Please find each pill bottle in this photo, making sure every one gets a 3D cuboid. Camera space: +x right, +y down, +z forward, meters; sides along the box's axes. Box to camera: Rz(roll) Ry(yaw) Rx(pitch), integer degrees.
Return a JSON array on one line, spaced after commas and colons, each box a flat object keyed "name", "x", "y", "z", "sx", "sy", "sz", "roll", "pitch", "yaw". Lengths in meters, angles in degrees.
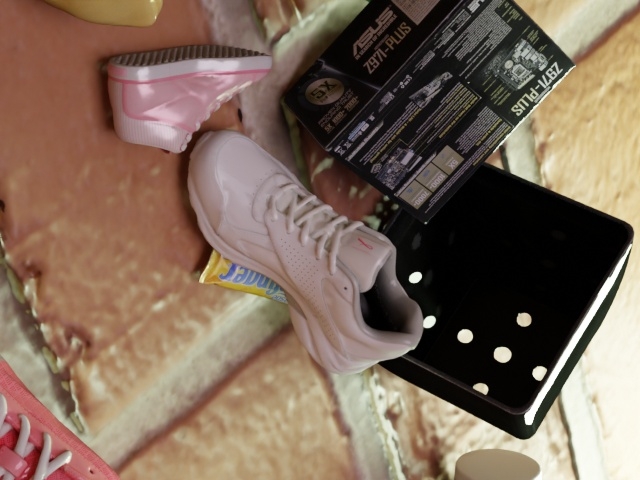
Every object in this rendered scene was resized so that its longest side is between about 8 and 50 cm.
[{"name": "pill bottle", "x": 0.164, "y": 0.295, "z": 1.428, "sx": 0.108, "sy": 0.108, "sz": 0.180, "roll": -13, "pitch": 112, "yaw": -43}]

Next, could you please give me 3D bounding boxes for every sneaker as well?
[{"name": "sneaker", "x": -0.094, "y": -0.101, "z": 1.077, "sx": 0.134, "sy": 0.051, "sz": 0.070, "roll": -13, "pitch": 114, "yaw": -39}, {"name": "sneaker", "x": 0.000, "y": 0.000, "z": 1.128, "sx": 0.232, "sy": 0.115, "sz": 0.090, "roll": 48, "pitch": 56, "yaw": -20}, {"name": "sneaker", "x": -0.197, "y": 0.142, "z": 0.985, "sx": 0.116, "sy": 0.136, "sz": 0.314, "roll": -57, "pitch": 135, "yaw": -18}]

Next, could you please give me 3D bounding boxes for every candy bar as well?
[{"name": "candy bar", "x": -0.036, "y": 0.031, "z": 1.201, "sx": 0.161, "sy": 0.018, "sz": 0.040, "roll": 20, "pitch": 88, "yaw": -46}]

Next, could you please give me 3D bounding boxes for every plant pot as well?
[{"name": "plant pot", "x": 0.145, "y": 0.065, "z": 1.287, "sx": 0.187, "sy": 0.188, "sz": 0.167, "roll": -56, "pitch": 154, "yaw": -18}]

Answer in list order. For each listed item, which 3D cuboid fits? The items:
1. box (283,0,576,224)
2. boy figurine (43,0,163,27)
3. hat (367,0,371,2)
[{"name": "box", "x": 0.087, "y": -0.125, "z": 1.186, "sx": 0.180, "sy": 0.077, "sz": 0.147, "roll": -48, "pitch": 137, "yaw": 10}, {"name": "boy figurine", "x": -0.185, "y": -0.238, "z": 0.907, "sx": 0.285, "sy": 0.092, "sz": 0.177, "roll": 45, "pitch": 70, "yaw": -45}, {"name": "hat", "x": 0.098, "y": -0.302, "z": 1.219, "sx": 0.208, "sy": 0.173, "sz": 0.183, "roll": 11, "pitch": 52, "yaw": -29}]
